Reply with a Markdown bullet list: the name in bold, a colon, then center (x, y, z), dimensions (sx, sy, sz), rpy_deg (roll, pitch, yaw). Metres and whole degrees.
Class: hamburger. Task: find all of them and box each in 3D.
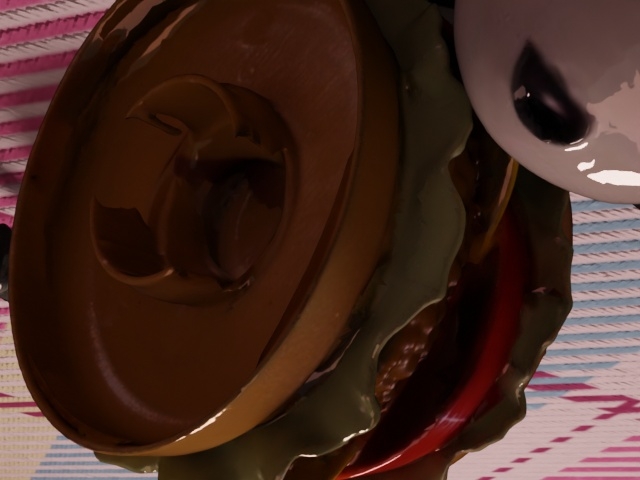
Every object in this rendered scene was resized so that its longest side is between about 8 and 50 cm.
- **hamburger**: center (0.000, 0.000, 0.604), dimensions (0.274, 0.274, 0.212), rpy_deg (-16, 153, 39)

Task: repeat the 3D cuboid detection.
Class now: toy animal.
- **toy animal**: center (0.141, -0.067, 0.459), dimensions (0.179, 0.166, 0.138), rpy_deg (21, 126, -33)

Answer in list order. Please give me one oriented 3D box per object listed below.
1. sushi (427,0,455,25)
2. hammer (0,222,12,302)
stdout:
- **sushi**: center (0.111, -0.168, 0.541), dimensions (0.294, 0.059, 0.292), rpy_deg (19, 162, -35)
- **hammer**: center (-0.223, 0.025, 0.937), dimensions (0.041, 0.159, 0.226), rpy_deg (-7, 160, 32)
